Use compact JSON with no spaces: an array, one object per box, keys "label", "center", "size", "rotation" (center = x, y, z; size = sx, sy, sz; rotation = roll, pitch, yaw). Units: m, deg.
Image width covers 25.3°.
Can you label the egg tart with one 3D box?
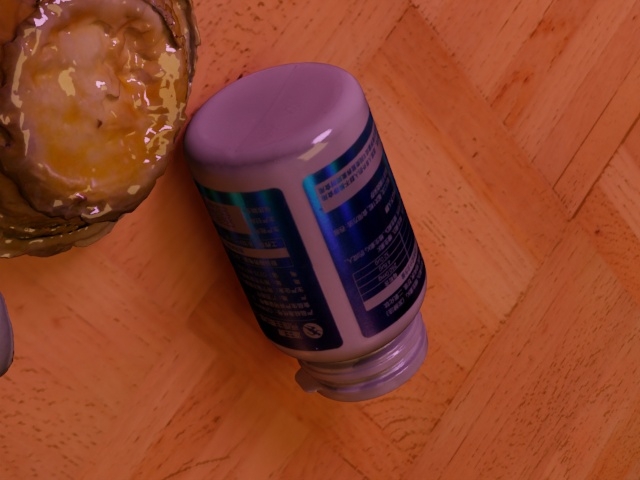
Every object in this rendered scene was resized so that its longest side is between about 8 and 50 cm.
[{"label":"egg tart","center":[-0.129,-0.077,0.716],"size":[0.191,0.074,0.191],"rotation":[-13,111,-38]}]

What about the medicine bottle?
[{"label":"medicine bottle","center":[0.000,0.000,0.832],"size":[0.107,0.107,0.191],"rotation":[-40,128,-24]}]

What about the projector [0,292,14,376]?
[{"label":"projector","center":[-0.289,0.090,0.579],"size":[0.337,0.108,0.108],"rotation":[-31,124,-39]}]
